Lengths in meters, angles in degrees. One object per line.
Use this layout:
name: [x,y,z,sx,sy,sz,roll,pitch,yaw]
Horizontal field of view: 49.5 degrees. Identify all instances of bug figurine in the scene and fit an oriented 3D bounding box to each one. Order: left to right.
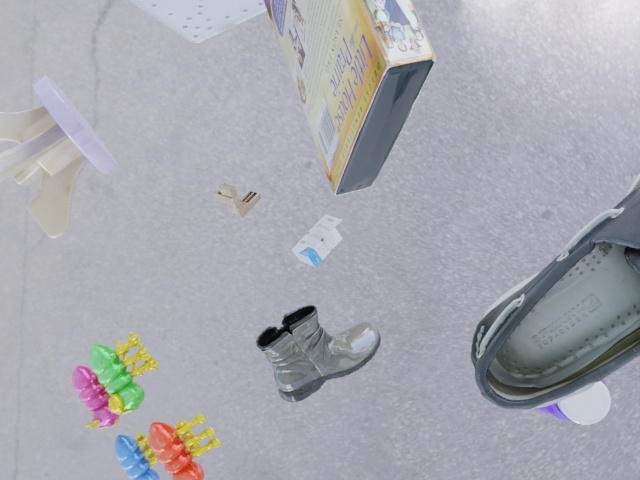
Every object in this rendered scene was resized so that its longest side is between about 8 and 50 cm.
bug figurine: [-0.229,0.230,0.855,0.216,0.072,0.279,57,146,2]

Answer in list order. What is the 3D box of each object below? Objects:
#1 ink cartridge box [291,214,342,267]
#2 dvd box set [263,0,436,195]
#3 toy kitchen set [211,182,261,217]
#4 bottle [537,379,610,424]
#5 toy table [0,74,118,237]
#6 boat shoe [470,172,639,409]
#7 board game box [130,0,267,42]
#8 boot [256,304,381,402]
ink cartridge box: [0.000,0.000,1.106,0.083,0.028,0.048,-47,36,-17]
dvd box set: [0.001,-0.304,0.855,0.062,0.308,0.421,-15,72,-14]
toy kitchen set: [-0.192,-0.109,1.551,0.068,0.083,0.075,16,53,36]
bottle: [0.369,0.213,1.069,0.118,0.283,0.092,-16,89,5]
toy table: [-0.450,-0.149,1.128,0.161,0.274,0.252,-37,87,-6]
boat shoe: [0.238,0.024,0.508,0.114,0.091,0.302,44,112,5]
board game box: [-0.211,-0.546,1.305,0.389,0.390,0.050,-16,71,26]
boot: [0.005,0.186,1.311,0.083,0.246,0.161,30,143,50]
